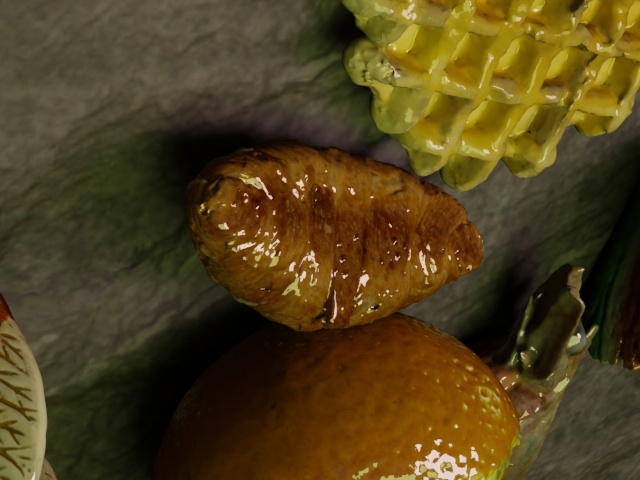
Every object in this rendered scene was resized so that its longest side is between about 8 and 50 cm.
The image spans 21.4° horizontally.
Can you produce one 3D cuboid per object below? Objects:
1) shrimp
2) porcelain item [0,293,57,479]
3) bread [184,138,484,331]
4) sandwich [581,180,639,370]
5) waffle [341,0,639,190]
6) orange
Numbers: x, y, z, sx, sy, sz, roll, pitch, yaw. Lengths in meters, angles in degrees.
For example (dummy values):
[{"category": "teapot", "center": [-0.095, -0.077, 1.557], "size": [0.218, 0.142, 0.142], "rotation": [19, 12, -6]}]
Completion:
[{"category": "shrimp", "center": [0.084, 0.131, 1.157], "size": [0.168, 0.077, 0.317], "rotation": [2, 130, -33]}, {"category": "porcelain item", "center": [-0.243, 0.113, 0.790], "size": [0.253, 0.253, 0.253], "rotation": [-19, 137, -19]}, {"category": "bread", "center": [0.000, 0.000, 0.958], "size": [0.233, 0.076, 0.105], "rotation": [7, 84, -45]}, {"category": "sandwich", "center": [0.259, 0.029, 1.116], "size": [0.109, 0.160, 0.185], "rotation": [9, 117, -17]}, {"category": "waffle", "center": [0.124, -0.144, 0.932], "size": [0.250, 0.056, 0.261], "rotation": [-30, 142, -6]}, {"category": "orange", "center": [-0.007, 0.131, 1.012], "size": [0.237, 0.179, 0.158], "rotation": [-36, 120, 8]}]
